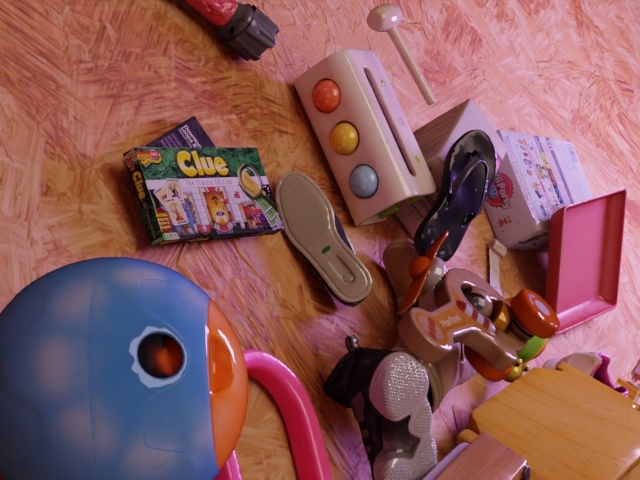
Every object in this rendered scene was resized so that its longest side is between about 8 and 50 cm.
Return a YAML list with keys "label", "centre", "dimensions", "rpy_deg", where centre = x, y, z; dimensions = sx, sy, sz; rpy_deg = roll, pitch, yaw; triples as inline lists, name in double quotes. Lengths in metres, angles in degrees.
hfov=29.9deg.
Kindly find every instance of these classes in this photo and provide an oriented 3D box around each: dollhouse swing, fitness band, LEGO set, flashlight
- label: "dollhouse swing"
  centre: [0.397, 0.444, 2.004]
  dimensions: [0.315, 0.304, 0.347]
  rpy_deg: [30, 34, 29]
- label: "fitness band"
  centre: [-0.071, 0.285, 1.578]
  dimensions: [0.209, 0.054, 0.290]
  rpy_deg: [9, 60, -48]
- label: "LEGO set"
  centre: [0.595, 0.356, 2.281]
  dimensions: [0.107, 0.132, 0.287]
  rpy_deg: [6, 83, -55]
- label: "flashlight"
  centre: [-0.194, -0.395, 1.866]
  dimensions: [0.304, 0.103, 0.103]
  rpy_deg: [37, 40, -28]

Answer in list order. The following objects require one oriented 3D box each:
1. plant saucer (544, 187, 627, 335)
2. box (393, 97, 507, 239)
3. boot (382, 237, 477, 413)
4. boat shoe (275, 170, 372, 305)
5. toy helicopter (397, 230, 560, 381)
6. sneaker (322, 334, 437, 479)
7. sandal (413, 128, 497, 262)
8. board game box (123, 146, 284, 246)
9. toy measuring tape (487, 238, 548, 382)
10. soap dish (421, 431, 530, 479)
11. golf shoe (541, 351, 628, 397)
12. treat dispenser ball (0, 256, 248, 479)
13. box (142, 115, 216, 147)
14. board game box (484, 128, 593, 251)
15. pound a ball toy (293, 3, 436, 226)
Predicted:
- label: "plant saucer"
  centre: [0.521, 0.034, 2.385]
  dimensions: [0.258, 0.048, 0.259]
  rpy_deg: [-15, 113, -48]
- label: "box"
  centre: [0.221, -0.127, 2.147]
  dimensions: [0.127, 0.149, 0.232]
  rpy_deg: [51, 36, -13]
- label: "boot"
  centre: [0.148, 0.136, 1.924]
  dimensions: [0.203, 0.095, 0.262]
  rpy_deg: [-31, 93, -53]
- label: "boat shoe"
  centre: [0.000, 0.000, 1.867]
  dimensions: [0.233, 0.084, 0.079]
  rpy_deg: [59, -4, 10]
- label: "toy helicopter"
  centre: [0.199, 0.105, 1.801]
  dimensions: [0.235, 0.140, 0.355]
  rpy_deg: [50, 24, 14]
- label: "sneaker"
  centre: [0.085, 0.264, 1.740]
  dimensions: [0.101, 0.153, 0.268]
  rpy_deg: [-18, 116, -32]
- label: "sandal"
  centre: [0.238, -0.072, 1.979]
  dimensions: [0.097, 0.054, 0.254]
  rpy_deg: [35, 65, -23]
- label: "board game box"
  centre: [-0.159, -0.066, 1.691]
  dimensions: [0.260, 0.030, 0.136]
  rpy_deg: [-7, 73, -54]
- label: "toy measuring tape"
  centre: [0.355, 0.113, 2.173]
  dimensions: [0.121, 0.121, 0.330]
  rpy_deg: [37, 41, -29]
- label: "soap dish"
  centre: [0.204, 0.433, 1.688]
  dimensions: [0.291, 0.118, 0.228]
  rpy_deg: [-28, 118, -56]
- label: "golf shoe"
  centre: [0.513, 0.345, 2.183]
  dimensions: [0.115, 0.140, 0.306]
  rpy_deg: [-16, 80, -56]
- label: "treat dispenser ball"
  centre: [-0.221, 0.160, 1.276]
  dimensions: [0.288, 0.288, 0.288]
  rpy_deg: [30, 45, -35]
- label: "box"
  centre: [-0.196, -0.102, 1.718]
  dimensions: [0.116, 0.029, 0.162]
  rpy_deg: [56, 34, -7]
- label: "board game box"
  centre: [0.444, -0.096, 2.447]
  dimensions: [0.303, 0.097, 0.224]
  rpy_deg: [4, 62, -51]
- label: "pound a ball toy"
  centre: [0.084, -0.209, 1.985]
  dimensions: [0.136, 0.208, 0.319]
  rpy_deg: [-11, 75, -54]
